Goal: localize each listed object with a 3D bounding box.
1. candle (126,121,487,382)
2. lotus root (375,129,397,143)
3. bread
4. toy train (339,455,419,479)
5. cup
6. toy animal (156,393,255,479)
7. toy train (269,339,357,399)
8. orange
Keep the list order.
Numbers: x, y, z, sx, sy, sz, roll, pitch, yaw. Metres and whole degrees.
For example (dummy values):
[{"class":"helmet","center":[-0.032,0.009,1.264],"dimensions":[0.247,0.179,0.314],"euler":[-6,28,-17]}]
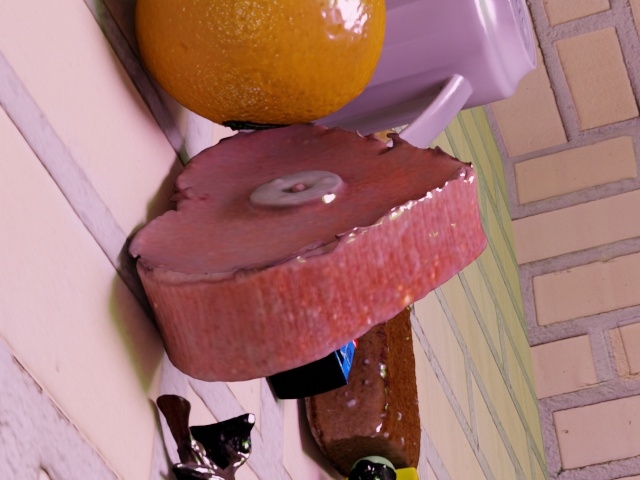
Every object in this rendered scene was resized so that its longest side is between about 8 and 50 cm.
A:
[{"class":"candle","center":[0.000,0.000,1.189],"dimensions":[0.317,0.287,0.131],"euler":[-82,159,-63]},{"class":"lotus root","center":[0.082,-0.067,1.856],"dimensions":[0.214,0.138,0.138],"euler":[68,9,28]},{"class":"bread","center":[0.039,0.071,1.602],"dimensions":[0.165,0.113,0.417],"euler":[55,26,-52]},{"class":"toy train","center":[0.062,0.353,1.410],"dimensions":[0.296,0.100,0.160],"euler":[-89,165,-47]},{"class":"cup","center":[0.063,-0.207,1.526],"dimensions":[0.237,0.326,0.323],"euler":[55,26,-54]},{"class":"toy animal","center":[-0.082,0.221,1.115],"dimensions":[0.105,0.070,0.202],"euler":[3,75,-62]},{"class":"toy train","center":[-0.030,0.049,1.413],"dimensions":[0.131,0.082,0.204],"euler":[-73,145,-61]},{"class":"orange","center":[-0.057,-0.207,1.258],"dimensions":[0.236,0.236,0.236],"euler":[-14,90,-76]}]
